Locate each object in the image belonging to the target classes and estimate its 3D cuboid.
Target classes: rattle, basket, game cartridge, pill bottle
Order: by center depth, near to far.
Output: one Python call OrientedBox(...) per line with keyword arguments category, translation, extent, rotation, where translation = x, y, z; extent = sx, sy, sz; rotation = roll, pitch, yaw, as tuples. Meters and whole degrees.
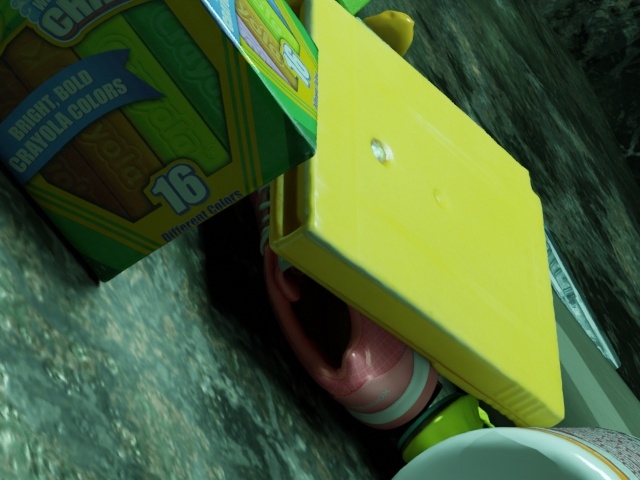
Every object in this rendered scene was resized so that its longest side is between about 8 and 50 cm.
OrientedBox(category="pill bottle", translation=(0.194, 0.259, 1.380), extent=(0.224, 0.224, 0.392), rotation=(64, 17, 15))
OrientedBox(category="game cartridge", translation=(0.083, -0.024, 1.469), extent=(0.324, 0.053, 0.285), rotation=(38, 36, -34))
OrientedBox(category="basket", translation=(0.236, 0.159, 1.825), extent=(0.227, 0.154, 0.204), rotation=(56, 18, 0))
OrientedBox(category="rattle", translation=(0.050, -0.226, 1.962), extent=(0.130, 0.143, 0.200), rotation=(44, 20, 11))

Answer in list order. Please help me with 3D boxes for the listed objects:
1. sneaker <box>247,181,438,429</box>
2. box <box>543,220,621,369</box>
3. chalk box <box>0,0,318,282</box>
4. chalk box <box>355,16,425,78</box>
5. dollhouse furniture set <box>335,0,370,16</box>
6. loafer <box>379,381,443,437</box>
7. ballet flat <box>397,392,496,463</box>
OrientedBox(category="sneaker", translation=(0.001, 0.000, 1.448), extent=(0.136, 0.116, 0.314), rotation=(26, 37, -60))
OrientedBox(category="box", translation=(0.261, 0.078, 2.154), extent=(0.242, 0.076, 0.307), rotation=(62, 16, 8))
OrientedBox(category="chalk box", translation=(-0.152, -0.157, 1.157), extent=(0.289, 0.180, 0.179), rotation=(51, 18, -23))
OrientedBox(category="chalk box", translation=(0.027, -0.114, 1.702), extent=(0.213, 0.132, 0.132), rotation=(31, 33, -57))
OrientedBox(category="dollhouse furniture set", translation=(-0.002, -0.344, 1.765), extent=(0.197, 0.151, 0.301), rotation=(57, 43, -13))
OrientedBox(category="loafer", translation=(0.059, 0.070, 1.562), extent=(0.080, 0.078, 0.220), rotation=(38, 27, -53))
OrientedBox(category="ballet flat", translation=(0.125, 0.176, 1.533), extent=(0.077, 0.077, 0.231), rotation=(43, 5, 9))
